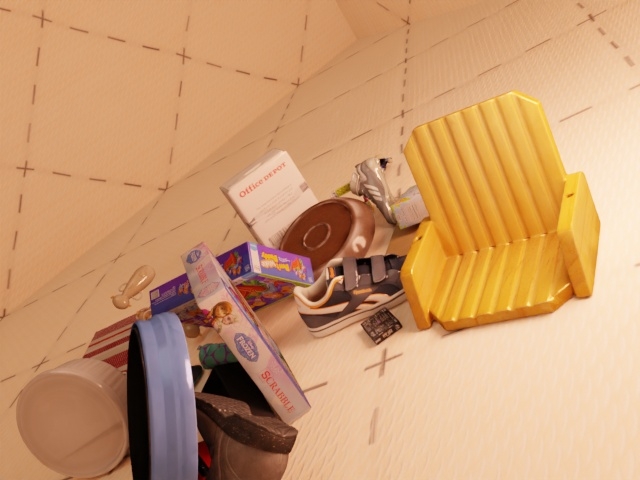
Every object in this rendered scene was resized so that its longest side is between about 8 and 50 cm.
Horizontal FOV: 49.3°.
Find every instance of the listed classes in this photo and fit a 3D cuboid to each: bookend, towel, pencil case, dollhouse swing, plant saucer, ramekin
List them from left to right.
[{"bbox_3d":[-0.547,0.399,1.613,0.273,0.273,0.127,-27,10,16],"label":"ramekin"},{"bbox_3d":[-0.634,0.344,2.129,0.237,0.037,0.329,-25,25,15],"label":"towel"},{"bbox_3d":[-0.227,0.271,1.684,0.151,0.064,0.070,-15,47,38],"label":"pencil case"},{"bbox_3d":[-0.176,0.354,1.397,0.157,0.072,0.156,52,128,34],"label":"bookend"},{"bbox_3d":[0.000,0.000,1.834,0.310,0.050,0.311,-25,41,24],"label":"plant saucer"},{"bbox_3d":[0.304,-0.059,1.329,0.346,0.305,0.315,-16,28,35],"label":"dollhouse swing"}]

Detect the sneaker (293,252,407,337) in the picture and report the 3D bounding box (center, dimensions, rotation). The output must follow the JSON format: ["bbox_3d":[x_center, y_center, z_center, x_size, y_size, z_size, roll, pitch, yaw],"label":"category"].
[{"bbox_3d":[0.090,0.094,1.542,0.321,0.127,0.126,-28,21,9],"label":"sneaker"}]

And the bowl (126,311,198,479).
[{"bbox_3d":[-0.298,0.327,1.272,0.077,0.391,0.391,-1,12,-21],"label":"bowl"}]

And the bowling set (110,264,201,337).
[{"bbox_3d":[-0.435,0.221,1.991,0.287,0.200,0.154,25,55,15],"label":"bowling set"}]

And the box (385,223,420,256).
[{"bbox_3d":[0.255,-0.014,1.674,0.201,0.021,0.164,-20,25,30],"label":"box"}]

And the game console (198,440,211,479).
[{"bbox_3d":[-0.220,0.455,1.366,0.144,0.085,0.124,14,82,62],"label":"game console"}]

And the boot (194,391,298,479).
[{"bbox_3d":[-0.178,0.392,1.200,0.338,0.118,0.223,5,79,58],"label":"boot"}]

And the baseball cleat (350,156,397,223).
[{"bbox_3d":[0.144,-0.122,1.881,0.109,0.072,0.206,-24,62,21],"label":"baseball cleat"}]

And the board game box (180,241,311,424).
[{"bbox_3d":[-0.162,0.181,1.447,0.066,0.319,0.318,-34,23,-5],"label":"board game box"}]

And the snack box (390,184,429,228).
[{"bbox_3d":[0.296,-0.113,1.713,0.207,0.070,0.174,-22,10,29],"label":"snack box"}]

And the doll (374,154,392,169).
[{"bbox_3d":[0.168,-0.219,2.179,0.129,0.046,0.189,-20,26,27],"label":"doll"}]

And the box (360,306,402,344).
[{"bbox_3d":[0.127,0.177,1.457,0.067,0.018,0.083,-35,22,-5],"label":"box"}]

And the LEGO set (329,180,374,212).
[{"bbox_3d":[0.050,-0.070,1.951,0.287,0.107,0.132,-36,22,-7],"label":"LEGO set"}]

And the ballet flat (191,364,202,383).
[{"bbox_3d":[-0.363,0.359,1.681,0.074,0.074,0.203,-10,32,45],"label":"ballet flat"}]

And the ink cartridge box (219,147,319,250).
[{"bbox_3d":[-0.123,-0.095,2.005,0.207,0.283,0.117,-37,23,-10],"label":"ink cartridge box"}]

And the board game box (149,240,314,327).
[{"bbox_3d":[-0.222,0.120,1.738,0.347,0.233,0.078,-26,64,31],"label":"board game box"}]
